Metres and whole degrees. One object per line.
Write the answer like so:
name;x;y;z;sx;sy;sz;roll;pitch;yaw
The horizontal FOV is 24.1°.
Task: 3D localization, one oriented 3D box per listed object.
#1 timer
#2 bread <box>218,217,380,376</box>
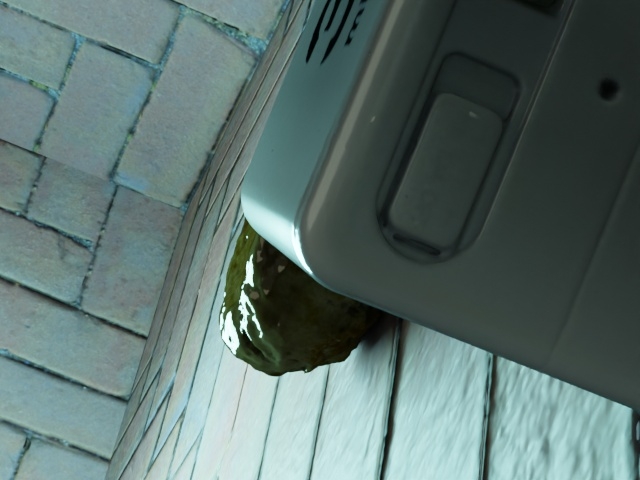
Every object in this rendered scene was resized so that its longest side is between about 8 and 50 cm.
timer;0.095;-0.053;0.588;0.195;0.194;0.192;-147;79;-80
bread;0.000;0.000;1.204;0.230;0.123;0.230;-164;90;-81
